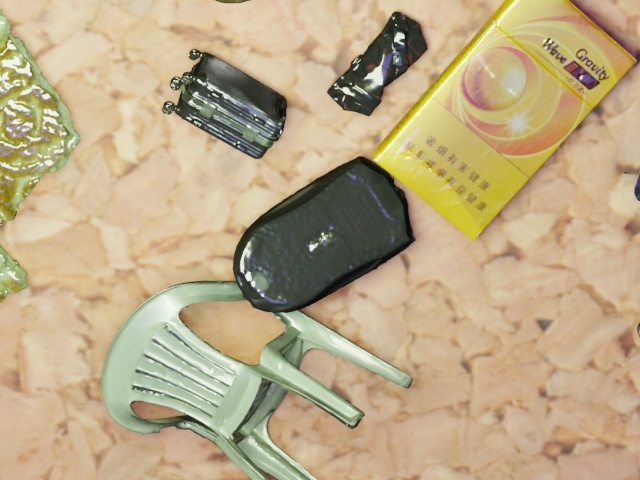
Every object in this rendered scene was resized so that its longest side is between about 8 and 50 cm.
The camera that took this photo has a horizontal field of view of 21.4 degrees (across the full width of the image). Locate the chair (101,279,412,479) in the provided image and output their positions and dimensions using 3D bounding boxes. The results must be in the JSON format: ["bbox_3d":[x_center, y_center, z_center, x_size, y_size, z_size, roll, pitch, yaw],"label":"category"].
[{"bbox_3d":[-0.078,0.170,1.873,0.275,0.190,0.203,30,104,16],"label":"chair"}]

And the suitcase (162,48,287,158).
[{"bbox_3d":[-0.098,-0.145,1.818,0.126,0.086,0.059,29,118,-12],"label":"suitcase"}]

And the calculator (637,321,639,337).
[{"bbox_3d":[0.508,0.115,1.981,0.262,0.021,0.161,-25,108,3],"label":"calculator"}]

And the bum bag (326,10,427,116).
[{"bbox_3d":[0.065,-0.189,1.842,0.058,0.034,0.124,42,100,-6],"label":"bum bag"}]

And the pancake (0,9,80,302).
[{"bbox_3d":[-0.357,-0.114,1.828,0.197,0.054,0.376,4,109,-4],"label":"pancake"}]

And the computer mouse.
[{"bbox_3d":[0.000,0.000,1.870,0.217,0.073,0.122,-31,96,-11],"label":"computer mouse"}]

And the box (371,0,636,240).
[{"bbox_3d":[0.199,-0.146,1.861,0.152,0.043,0.269,39,101,-15],"label":"box"}]

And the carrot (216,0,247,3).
[{"bbox_3d":[-0.005,-0.355,1.735,0.302,0.138,0.138,-30,107,4],"label":"carrot"}]

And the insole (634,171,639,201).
[{"bbox_3d":[0.394,-0.111,1.909,0.053,0.002,0.152,15,106,-9],"label":"insole"}]
